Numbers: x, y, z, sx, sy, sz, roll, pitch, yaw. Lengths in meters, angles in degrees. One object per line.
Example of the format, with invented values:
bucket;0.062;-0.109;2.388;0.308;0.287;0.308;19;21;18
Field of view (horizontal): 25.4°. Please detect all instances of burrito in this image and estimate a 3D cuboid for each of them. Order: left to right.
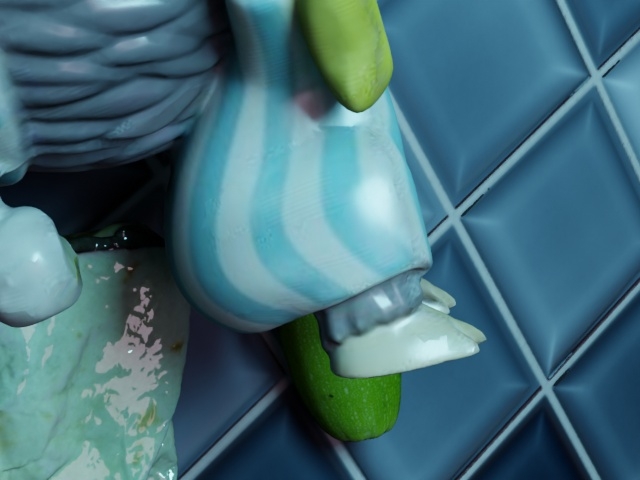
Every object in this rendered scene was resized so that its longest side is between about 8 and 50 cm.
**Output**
burrito;-0.141;0.105;0.796;0.144;0.089;0.228;-5;99;-22

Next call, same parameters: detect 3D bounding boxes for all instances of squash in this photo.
squash;0.000;0.000;0.881;0.082;0.082;0.292;-24;110;-31

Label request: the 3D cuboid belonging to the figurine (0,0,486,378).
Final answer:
figurine;-0.152;-0.077;0.700;0.378;0.266;0.361;-16;98;3
